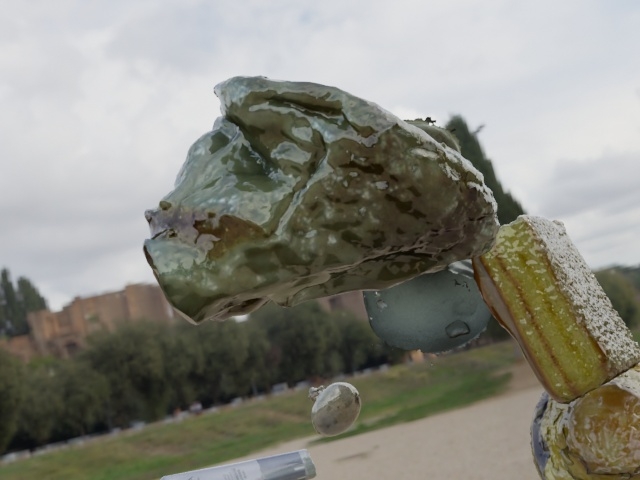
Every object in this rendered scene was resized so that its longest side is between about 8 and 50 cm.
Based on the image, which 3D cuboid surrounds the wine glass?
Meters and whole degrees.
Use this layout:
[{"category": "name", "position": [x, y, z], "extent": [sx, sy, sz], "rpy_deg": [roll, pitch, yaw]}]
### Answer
[{"category": "wine glass", "position": [0.147, -0.007, 1.606], "extent": [0.190, 0.357, 0.190], "rpy_deg": [0, -46, 0]}]

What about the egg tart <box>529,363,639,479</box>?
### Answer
[{"category": "egg tart", "position": [0.404, 0.268, 1.510], "extent": [0.241, 0.241, 0.106], "rpy_deg": [-16, -26, 12]}]

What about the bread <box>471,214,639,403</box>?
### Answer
[{"category": "bread", "position": [0.303, 0.088, 1.420], "extent": [0.110, 0.234, 0.184], "rpy_deg": [-35, -15, 24]}]

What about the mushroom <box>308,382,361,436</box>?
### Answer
[{"category": "mushroom", "position": [0.013, 0.235, 1.568], "extent": [0.085, 0.079, 0.085], "rpy_deg": [-28, -40, -26]}]

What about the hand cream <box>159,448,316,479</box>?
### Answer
[{"category": "hand cream", "position": [-0.133, 0.389, 1.758], "extent": [0.255, 0.079, 0.048], "rpy_deg": [-9, -46, -23]}]

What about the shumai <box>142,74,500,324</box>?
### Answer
[{"category": "shumai", "position": [0.000, 0.000, 0.896], "extent": [0.271, 0.204, 0.222], "rpy_deg": [19, -10, 9]}]
